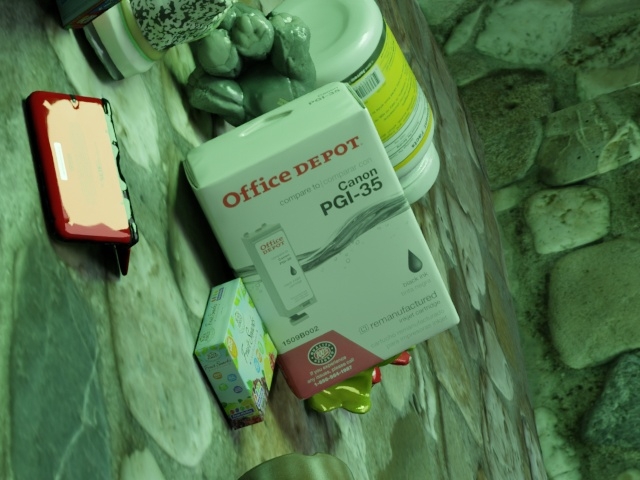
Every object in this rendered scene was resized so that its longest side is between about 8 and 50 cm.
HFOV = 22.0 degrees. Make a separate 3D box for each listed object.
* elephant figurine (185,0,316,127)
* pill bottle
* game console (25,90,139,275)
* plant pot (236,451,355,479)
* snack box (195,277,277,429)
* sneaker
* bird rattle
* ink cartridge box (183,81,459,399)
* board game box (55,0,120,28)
[{"bbox_3d":[-0.084,-0.223,1.982,0.239,0.169,0.186,-118,-148,-70],"label":"elephant figurine"},{"bbox_3d":[0.050,-0.194,2.362,0.334,0.188,0.188,57,19,-46],"label":"pill bottle"},{"bbox_3d":[-0.216,-0.048,1.473,0.124,0.085,0.144,4,63,-42],"label":"game console"},{"bbox_3d":[-0.012,0.297,1.525,0.167,0.167,0.165,56,11,-47],"label":"plant pot"},{"bbox_3d":[-0.086,0.115,1.708,0.141,0.037,0.100,-82,149,-63],"label":"snack box"},{"bbox_3d":[-0.118,-0.296,1.772,0.410,0.182,0.158,-70,144,-58],"label":"sneaker"},{"bbox_3d":[0.033,0.099,2.038,0.207,0.143,0.253,52,13,-6],"label":"bird rattle"},{"bbox_3d":[0.000,0.000,1.813,0.283,0.207,0.117,65,-2,-23],"label":"ink cartridge box"},{"bbox_3d":[-0.169,-0.314,1.510,0.027,0.281,0.145,-11,81,-46],"label":"board game box"}]
